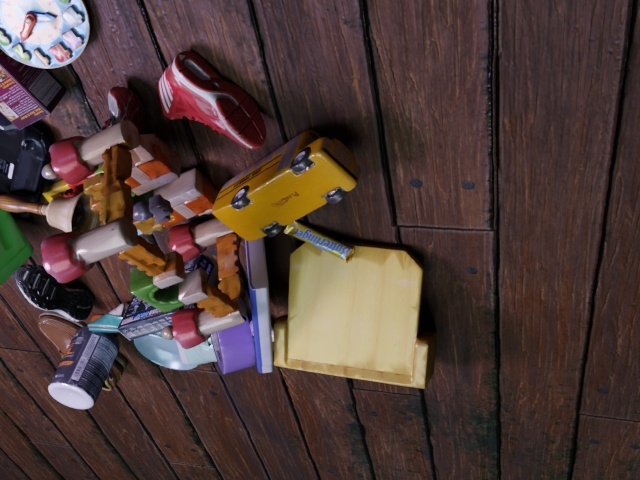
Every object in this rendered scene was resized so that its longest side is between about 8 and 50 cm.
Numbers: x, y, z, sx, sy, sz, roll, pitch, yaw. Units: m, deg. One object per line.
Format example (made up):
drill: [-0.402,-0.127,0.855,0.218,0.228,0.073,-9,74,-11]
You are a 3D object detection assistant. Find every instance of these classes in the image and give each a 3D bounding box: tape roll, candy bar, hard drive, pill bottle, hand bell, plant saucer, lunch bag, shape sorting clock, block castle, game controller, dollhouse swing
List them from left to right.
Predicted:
game controller: [-0.692,-0.172,1.715,0.166,0.067,0.319,38,138,-2]
shape sorting clock: [-0.512,-0.399,1.369,0.206,0.040,0.206,2,133,3]
hand bell: [-0.620,-0.072,1.700,0.241,0.126,0.126,12,140,13]
pill bottle: [-0.632,0.324,2.104,0.130,0.246,0.131,9,139,8]
block castle: [-0.341,0.002,1.508,0.212,0.303,0.453,-20,147,19]
plant saucer: [-0.424,0.294,2.156,0.194,0.037,0.195,11,140,9]
tape roll: [-0.222,0.225,1.876,0.080,0.189,0.189,-14,142,-14]
hard drive: [-0.137,0.122,1.721,0.040,0.210,0.319,-5,139,-5]
lunch bag: [-0.150,0.229,1.971,0.071,0.053,0.083,37,146,-19]
candy bar: [0.000,0.000,1.646,0.161,0.018,0.040,26,102,11]
dollhouse swing: [0.095,0.158,1.794,0.346,0.305,0.315,6,180,14]

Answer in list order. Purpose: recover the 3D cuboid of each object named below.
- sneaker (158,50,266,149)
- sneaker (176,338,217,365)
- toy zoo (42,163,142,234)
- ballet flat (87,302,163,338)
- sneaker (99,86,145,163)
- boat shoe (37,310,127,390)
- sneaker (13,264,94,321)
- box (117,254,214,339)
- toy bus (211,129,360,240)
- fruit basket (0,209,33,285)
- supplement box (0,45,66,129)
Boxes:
sneaker: [-0.208,-0.244,1.441,0.221,0.087,0.128,48,142,-15]
sneaker: [-0.307,0.219,1.996,0.151,0.094,0.256,-5,130,8]
toy zoo: [-0.501,-0.076,1.765,0.293,0.030,0.192,-14,131,32]
ballet flat: [-0.498,0.211,2.056,0.247,0.087,0.083,4,170,12]
sneaker: [-0.403,-0.211,1.529,0.092,0.088,0.225,16,140,4]
boat shoe: [-0.695,0.321,2.235,0.110,0.105,0.307,-25,124,39]
sneaker: [-0.707,0.138,1.998,0.107,0.100,0.271,10,159,24]
box: [-0.372,0.137,1.850,0.220,0.175,0.051,-18,129,34]
toy bus: [-0.068,-0.107,1.491,0.108,0.130,0.332,41,135,-24]
fruit basket: [-0.892,0.025,1.847,0.391,0.283,0.392,15,133,17]
supplement box: [-0.601,-0.317,1.484,0.104,0.081,0.188,-17,129,34]
